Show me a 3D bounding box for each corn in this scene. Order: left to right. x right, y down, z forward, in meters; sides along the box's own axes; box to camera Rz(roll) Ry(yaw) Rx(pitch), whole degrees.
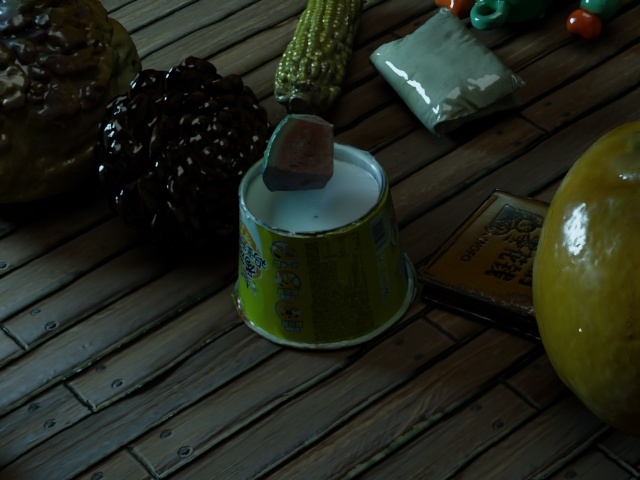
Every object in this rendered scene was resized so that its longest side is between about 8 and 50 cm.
[{"bbox_3d":[0.003,-0.250,2.034,0.087,0.086,0.288,5,40,12],"label":"corn"}]

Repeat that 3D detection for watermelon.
[{"bbox_3d":[-0.023,-0.089,1.619,0.072,0.084,0.092,6,21,28],"label":"watermelon"}]

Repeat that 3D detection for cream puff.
[{"bbox_3d":[-0.368,-0.200,1.897,0.327,0.231,0.343,20,48,37],"label":"cream puff"}]

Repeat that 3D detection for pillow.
[{"bbox_3d":[0.159,-0.203,1.969,0.134,0.077,0.181,-25,47,-17],"label":"pillow"}]

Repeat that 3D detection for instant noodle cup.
[{"bbox_3d":[0.000,0.000,1.696,0.205,0.153,0.205,-3,42,3],"label":"instant noodle cup"}]

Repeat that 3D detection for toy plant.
[{"bbox_3d":[0.320,-0.414,2.120,0.279,0.185,0.400,38,62,13],"label":"toy plant"}]

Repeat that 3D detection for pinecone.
[{"bbox_3d":[-0.159,-0.092,1.787,0.222,0.221,0.221,-3,41,3],"label":"pinecone"}]

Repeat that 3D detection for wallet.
[{"bbox_3d":[0.217,0.017,1.732,0.161,0.042,0.195,21,48,28],"label":"wallet"}]

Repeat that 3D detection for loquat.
[{"bbox_3d":[0.358,0.037,1.495,0.329,0.328,0.328,-3,41,3],"label":"loquat"}]
